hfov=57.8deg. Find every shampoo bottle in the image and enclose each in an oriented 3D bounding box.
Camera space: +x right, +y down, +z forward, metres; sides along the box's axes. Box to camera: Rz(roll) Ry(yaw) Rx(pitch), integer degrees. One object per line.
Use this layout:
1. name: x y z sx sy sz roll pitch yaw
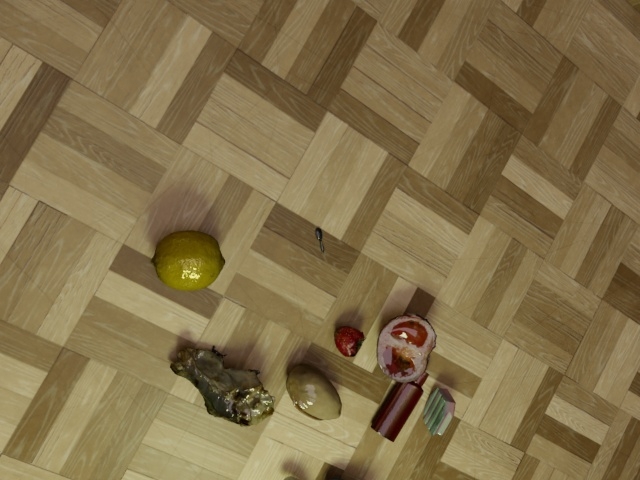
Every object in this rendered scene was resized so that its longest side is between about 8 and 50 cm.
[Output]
1. shampoo bottle: 0.280 0.552 1.983 0.102 0.064 0.260 35 84 -18

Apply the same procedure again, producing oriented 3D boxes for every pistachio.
1. pistachio: -0.020 0.489 1.844 0.223 0.126 0.152 49 44 -17

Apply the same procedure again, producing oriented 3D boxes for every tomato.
1. tomato: 0.269 0.346 1.936 0.199 0.112 0.228 26 87 -12

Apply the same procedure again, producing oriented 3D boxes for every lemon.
1. lemon: -0.376 0.055 1.653 0.193 0.180 0.181 21 88 2

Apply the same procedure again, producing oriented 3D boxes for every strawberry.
1. strawberry: 0.088 0.326 1.884 0.106 0.106 0.106 -2 96 -19

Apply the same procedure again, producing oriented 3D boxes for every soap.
1. soap: 0.413 0.589 2.014 0.056 0.100 0.149 7 118 -25

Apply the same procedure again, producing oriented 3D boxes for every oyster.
1. oyster: -0.287 0.433 1.734 0.337 0.133 0.198 44 107 -3

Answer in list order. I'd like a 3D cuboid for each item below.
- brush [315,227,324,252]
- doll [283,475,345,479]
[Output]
1. brush: 0.000 0.000 1.861 0.024 0.008 0.083 -16 100 -20
2. doll: 0.059 0.918 1.898 0.365 0.187 0.376 -8 121 -9
